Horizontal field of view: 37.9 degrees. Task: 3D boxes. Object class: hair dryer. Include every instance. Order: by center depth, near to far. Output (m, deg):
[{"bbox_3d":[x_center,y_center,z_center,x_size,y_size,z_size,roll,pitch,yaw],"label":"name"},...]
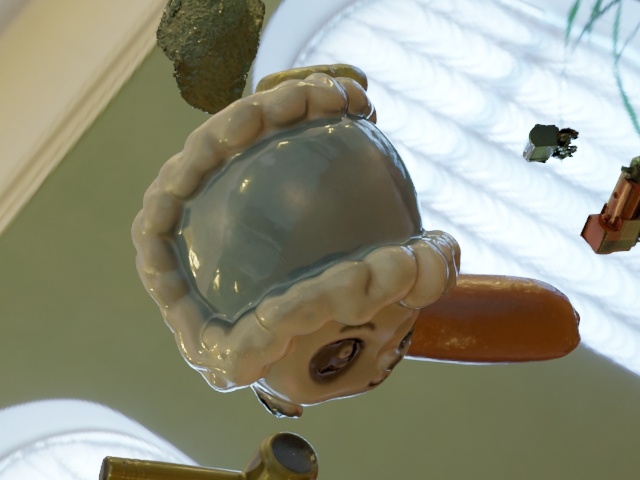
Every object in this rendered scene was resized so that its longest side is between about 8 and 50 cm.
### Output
[{"bbox_3d":[-0.146,0.308,1.214,0.278,0.090,0.135,14,-54,-27],"label":"hair dryer"}]

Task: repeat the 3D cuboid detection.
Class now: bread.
[{"bbox_3d":[-0.017,-0.263,1.699,0.213,0.213,0.105,-21,-73,-58],"label":"bread"}]

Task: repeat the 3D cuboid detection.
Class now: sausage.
[{"bbox_3d":[0.135,0.074,0.894,0.098,0.238,0.098,-176,90,-87],"label":"sausage"}]

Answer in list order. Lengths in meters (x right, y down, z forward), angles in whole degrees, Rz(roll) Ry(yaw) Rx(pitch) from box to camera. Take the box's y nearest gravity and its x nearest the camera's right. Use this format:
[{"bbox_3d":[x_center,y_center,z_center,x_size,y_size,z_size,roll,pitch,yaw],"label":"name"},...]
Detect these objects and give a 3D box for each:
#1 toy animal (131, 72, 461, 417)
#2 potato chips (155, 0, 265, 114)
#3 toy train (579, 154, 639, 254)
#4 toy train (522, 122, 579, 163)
[{"bbox_3d":[0.000,0.000,0.629,0.208,0.204,0.156,-15,-21,-48],"label":"toy animal"},{"bbox_3d":[-0.147,-0.294,1.281,0.167,0.228,0.059,-22,-8,16],"label":"potato chips"},{"bbox_3d":[0.484,-0.060,1.435,0.118,0.074,0.176,-4,-52,-23],"label":"toy train"},{"bbox_3d":[0.324,-0.135,1.313,0.148,0.070,0.038,25,-110,-81],"label":"toy train"}]
